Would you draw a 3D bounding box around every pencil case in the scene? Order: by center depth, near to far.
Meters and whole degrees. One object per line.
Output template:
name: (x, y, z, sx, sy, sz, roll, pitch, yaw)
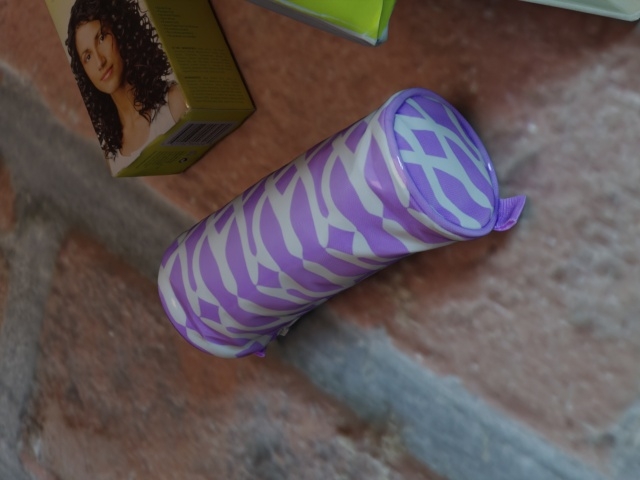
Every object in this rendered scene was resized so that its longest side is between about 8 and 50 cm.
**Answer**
pencil case: (0.000, 0.000, 0.648, 0.088, 0.086, 0.206, 47, 134, -14)

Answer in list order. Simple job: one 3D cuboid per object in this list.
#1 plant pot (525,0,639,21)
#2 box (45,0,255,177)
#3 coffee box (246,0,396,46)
plant pot: (0.093, -0.168, 0.533, 0.096, 0.109, 0.109, 42, 121, 44)
box: (-0.125, -0.160, 0.759, 0.087, 0.058, 0.232, -36, 70, 38)
coffee box: (-0.126, -0.312, 0.479, 0.334, 0.338, 0.338, 33, 104, 49)
